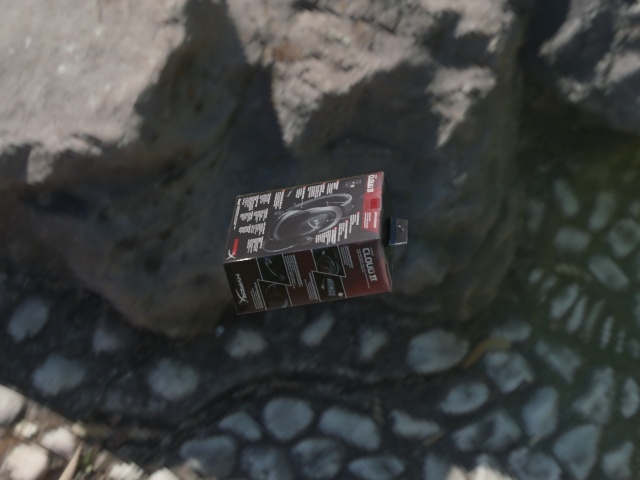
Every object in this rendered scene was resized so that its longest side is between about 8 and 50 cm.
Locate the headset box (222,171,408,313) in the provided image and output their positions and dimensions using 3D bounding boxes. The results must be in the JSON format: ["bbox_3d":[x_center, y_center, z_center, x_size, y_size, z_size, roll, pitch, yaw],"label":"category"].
[{"bbox_3d":[0.000,0.000,0.797,0.083,0.032,0.062,-9,32,9],"label":"headset box"}]
